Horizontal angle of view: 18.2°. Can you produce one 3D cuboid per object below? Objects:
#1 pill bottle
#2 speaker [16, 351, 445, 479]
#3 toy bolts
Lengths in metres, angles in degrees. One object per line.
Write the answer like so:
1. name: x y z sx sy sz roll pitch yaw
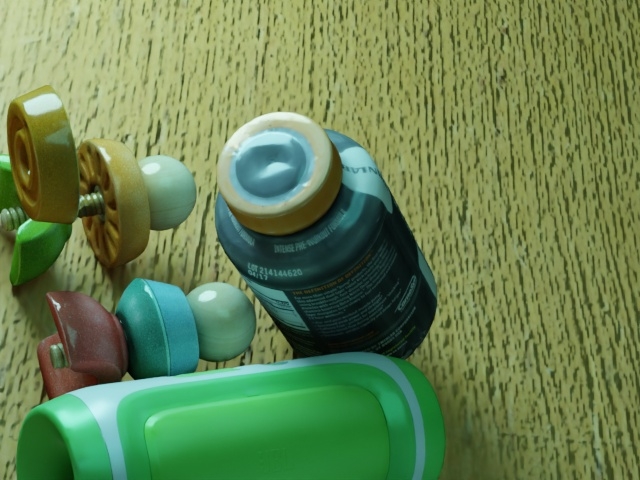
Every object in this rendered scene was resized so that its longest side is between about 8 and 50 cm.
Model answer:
1. pill bottle: 0.000 0.000 1.502 0.130 0.245 0.130 -7 61 14
2. speaker: -0.060 0.154 1.432 0.296 0.131 0.131 -5 54 -32
3. toy bolts: -0.138 -0.002 1.479 0.158 0.218 0.228 -11 65 -21
